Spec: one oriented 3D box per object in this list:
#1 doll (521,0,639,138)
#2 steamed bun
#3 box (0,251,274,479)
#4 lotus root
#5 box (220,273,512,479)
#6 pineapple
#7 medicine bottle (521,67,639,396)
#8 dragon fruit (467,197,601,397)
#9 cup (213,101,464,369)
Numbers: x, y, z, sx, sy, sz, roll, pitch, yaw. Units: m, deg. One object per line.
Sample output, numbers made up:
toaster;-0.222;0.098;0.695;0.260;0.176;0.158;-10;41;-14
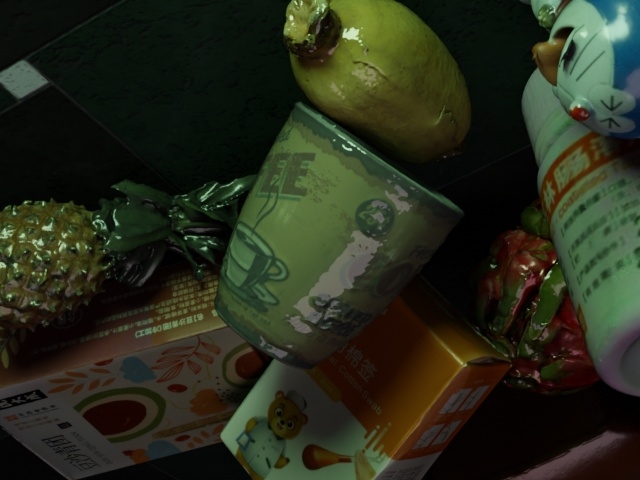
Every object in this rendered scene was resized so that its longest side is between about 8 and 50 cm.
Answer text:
doll;0.278;-0.221;1.192;0.161;0.257;0.215;-14;141;-15
steamed bun;0.359;0.335;1.928;0.379;0.235;0.248;-28;138;15
box;-0.244;0.185;1.669;0.385;0.122;0.344;-16;148;7
lotus root;0.066;-0.180;1.291;0.146;0.131;0.303;-29;142;25
box;0.056;0.207;1.558;0.143;0.225;0.341;5;125;-54
pineapple;-0.238;-0.004;1.451;0.364;0.165;0.165;-16;143;-7
medicine bottle;0.363;-0.038;1.333;0.219;0.388;0.219;-6;143;-4
dragon fruit;0.315;0.070;1.587;0.237;0.231;0.303;1;139;-10
cup;0.000;0.000;1.394;0.227;0.301;0.257;36;98;0
